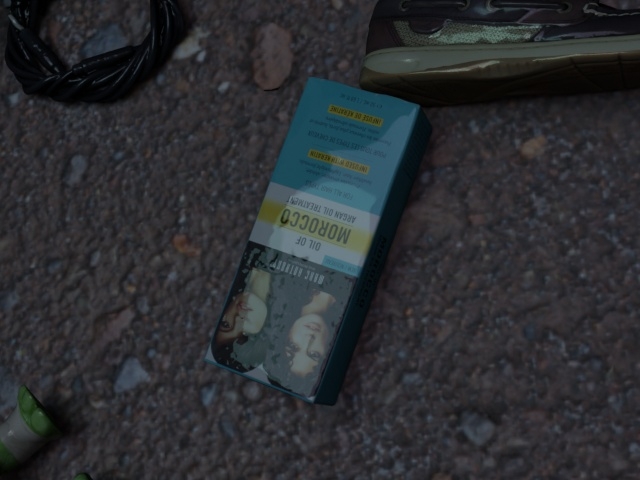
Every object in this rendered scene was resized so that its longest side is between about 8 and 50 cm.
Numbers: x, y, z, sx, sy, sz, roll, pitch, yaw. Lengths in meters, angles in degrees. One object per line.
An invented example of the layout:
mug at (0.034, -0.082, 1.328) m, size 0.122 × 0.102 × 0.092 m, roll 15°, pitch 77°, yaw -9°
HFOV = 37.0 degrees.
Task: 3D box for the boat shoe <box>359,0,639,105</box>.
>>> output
boat shoe at (0.167, -0.161, 0.729) m, size 0.285 × 0.103 × 0.092 m, roll -2°, pitch 83°, yaw 22°

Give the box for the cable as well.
cable at (-0.212, -0.199, 0.875) m, size 0.184 × 0.047 × 0.151 m, roll 10°, pitch 82°, yaw 17°

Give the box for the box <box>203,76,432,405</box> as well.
box at (0.000, 0.000, 0.766) m, size 0.100 × 0.060 × 0.244 m, roll 18°, pitch 85°, yaw 19°

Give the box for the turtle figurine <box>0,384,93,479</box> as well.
turtle figurine at (-0.310, 0.229, 0.721) m, size 0.266 × 0.275 × 0.198 m, roll -35°, pitch 37°, yaw -16°
